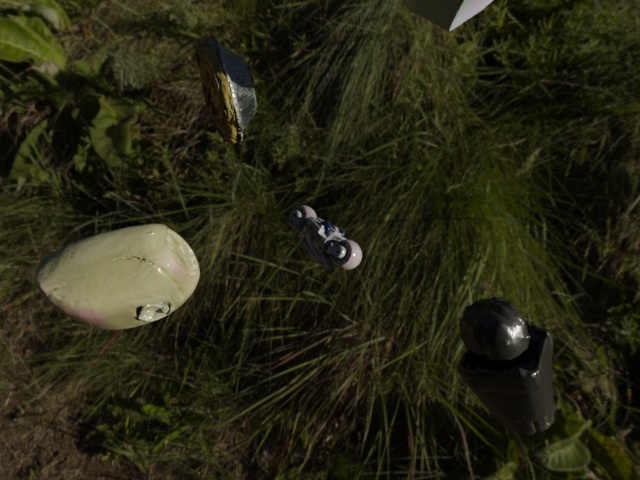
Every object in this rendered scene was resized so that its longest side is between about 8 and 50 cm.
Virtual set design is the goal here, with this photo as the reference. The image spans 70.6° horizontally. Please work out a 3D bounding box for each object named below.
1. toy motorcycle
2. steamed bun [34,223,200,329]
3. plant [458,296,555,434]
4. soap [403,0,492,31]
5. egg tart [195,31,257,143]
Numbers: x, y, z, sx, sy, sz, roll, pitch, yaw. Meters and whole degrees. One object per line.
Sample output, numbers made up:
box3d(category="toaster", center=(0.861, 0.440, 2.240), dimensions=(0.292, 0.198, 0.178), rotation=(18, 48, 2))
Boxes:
box3d(category="toy motorcycle", center=(0.000, 0.000, 1.129), dimensions=(0.113, 0.112, 0.254), rotation=(-6, 33, -40))
box3d(category="steamed bun", center=(-0.330, 0.076, 0.757), dimensions=(0.239, 0.170, 0.152), rotation=(-19, 66, -4))
box3d(category="plant", center=(0.349, 0.226, 0.834), dimensions=(0.164, 0.142, 0.255), rotation=(-37, 106, -46))
box3d(category="soap", center=(0.185, -0.441, 0.591), dimensions=(0.208, 0.115, 0.346), rotation=(27, 62, 0))
box3d(category="egg tart", center=(-0.197, -0.324, 0.975), dimensions=(0.095, 0.234, 0.234), rotation=(-17, 41, -16))
